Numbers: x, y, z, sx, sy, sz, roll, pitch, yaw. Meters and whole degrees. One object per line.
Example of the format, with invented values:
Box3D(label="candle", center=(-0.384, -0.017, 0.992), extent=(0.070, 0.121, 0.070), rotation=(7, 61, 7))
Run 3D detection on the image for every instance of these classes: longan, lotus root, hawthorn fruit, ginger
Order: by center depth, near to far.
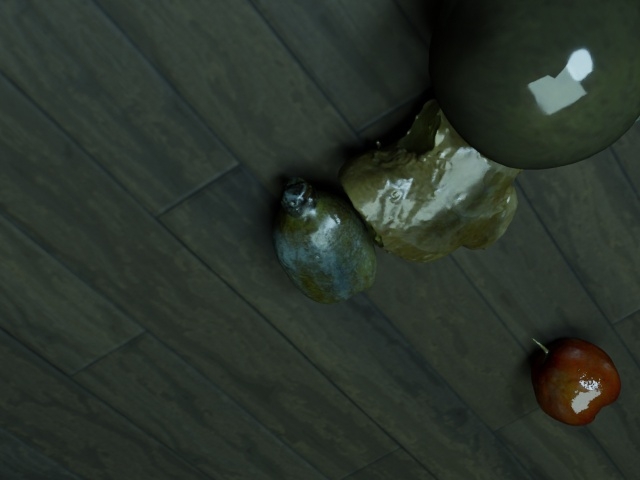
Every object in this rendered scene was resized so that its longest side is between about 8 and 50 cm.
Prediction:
Box3D(label="longan", center=(0.217, -0.196, 1.191), extent=(0.248, 0.248, 0.248), rotation=(-9, 135, -10))
Box3D(label="ginger", center=(0.165, -0.080, 1.350), extent=(0.270, 0.123, 0.219), rotation=(-30, 131, 10))
Box3D(label="lotus root", center=(0.000, 0.000, 1.400), extent=(0.113, 0.088, 0.192), rotation=(-18, 136, 8))
Box3D(label="hawthorn fruit", center=(0.360, 0.192, 1.693), extent=(0.125, 0.140, 0.125), rotation=(-23, 167, -6))

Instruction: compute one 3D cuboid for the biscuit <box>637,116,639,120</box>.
Box3D(label="biscuit", center=(0.375, -0.224, 1.335), extent=(0.147, 0.046, 0.250), rotation=(9, 129, -26))
